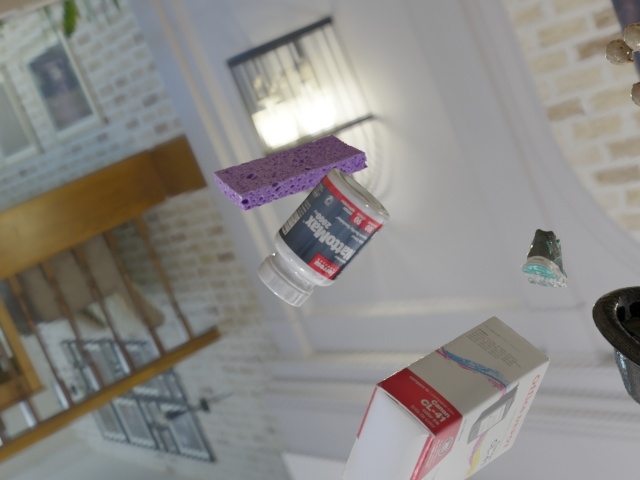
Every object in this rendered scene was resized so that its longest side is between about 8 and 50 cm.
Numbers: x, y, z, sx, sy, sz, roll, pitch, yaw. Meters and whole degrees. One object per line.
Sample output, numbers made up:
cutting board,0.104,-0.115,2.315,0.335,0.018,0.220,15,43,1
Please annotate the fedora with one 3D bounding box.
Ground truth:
fedora,0.646,0.226,2.041,0.334,0.153,0.334,7,-152,-4

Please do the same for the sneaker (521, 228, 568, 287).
sneaker,0.346,0.027,1.668,0.065,0.076,0.166,9,170,17

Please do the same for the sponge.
sponge,-0.046,-0.106,1.680,0.210,0.031,0.117,-20,-153,-17

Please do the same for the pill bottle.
pill bottle,0.000,0.000,1.521,0.180,0.108,0.108,-50,-176,11

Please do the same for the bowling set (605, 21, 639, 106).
bowling set,0.525,-0.292,1.650,0.154,0.200,0.287,-34,-133,-2

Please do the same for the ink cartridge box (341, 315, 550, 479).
ink cartridge box,0.201,0.282,1.748,0.306,0.226,0.131,-22,-130,-39
